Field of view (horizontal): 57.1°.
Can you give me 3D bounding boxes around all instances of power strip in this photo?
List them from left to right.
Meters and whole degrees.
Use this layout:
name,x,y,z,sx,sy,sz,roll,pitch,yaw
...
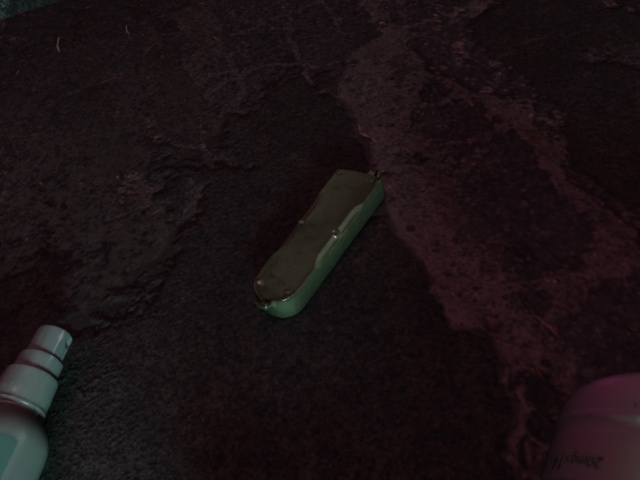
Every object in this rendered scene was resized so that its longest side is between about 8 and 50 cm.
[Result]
name,x,y,z,sx,sy,sz,roll,pitch,yaw
power strip,-0.001,-0.002,0.836,0.080,0.048,0.286,16,52,29

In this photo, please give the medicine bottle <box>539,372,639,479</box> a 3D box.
name,x,y,z,sx,sy,sz,roll,pitch,yaw
medicine bottle,0.243,0.266,0.371,0.241,0.241,0.302,15,64,26

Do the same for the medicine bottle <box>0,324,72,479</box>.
name,x,y,z,sx,sy,sz,roll,pitch,yaw
medicine bottle,-0.363,0.248,0.638,0.110,0.110,0.352,-2,46,12
